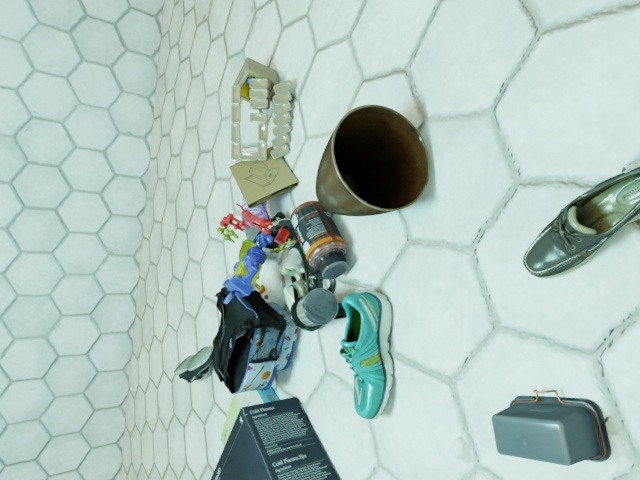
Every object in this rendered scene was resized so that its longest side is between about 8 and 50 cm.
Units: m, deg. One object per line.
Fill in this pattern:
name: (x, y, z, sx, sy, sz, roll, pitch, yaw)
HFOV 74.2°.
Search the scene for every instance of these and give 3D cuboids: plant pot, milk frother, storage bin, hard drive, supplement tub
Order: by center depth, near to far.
storage bin: (0.321, 0.271, 0.612, 0.135, 0.091, 0.098, -21, 70, 50)
plant pot: (0.079, -0.139, 0.914, 0.230, 0.215, 0.216, 152, 117, -66)
milk frother: (-0.004, 0.134, 1.026, 0.135, 0.129, 0.143, 138, 121, -67)
supplement tub: (0.000, 0.000, 1.065, 0.106, 0.106, 0.198, -55, 46, 35)
hard drive: (-0.220, -0.059, 1.440, 0.135, 0.022, 0.094, -52, 48, 38)

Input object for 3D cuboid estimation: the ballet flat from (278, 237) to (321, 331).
ballet flat: (-0.055, 0.104, 1.137, 0.095, 0.096, 0.281, -38, 57, 46)

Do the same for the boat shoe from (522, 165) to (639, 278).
boat shoe: (0.368, -0.025, 0.591, 0.223, 0.073, 0.080, -49, 49, 39)

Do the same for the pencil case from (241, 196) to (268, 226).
pencil case: (-0.199, -0.139, 1.333, 0.088, 0.086, 0.206, -21, 49, 23)

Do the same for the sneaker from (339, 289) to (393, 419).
sneaker: (0.086, 0.246, 0.920, 0.107, 0.109, 0.276, -11, 79, 53)

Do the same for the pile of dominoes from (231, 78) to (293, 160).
pile of dominoes: (-0.181, -0.373, 1.326, 0.195, 0.040, 0.251, 3, 97, 10)

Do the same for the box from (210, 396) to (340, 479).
box: (-0.125, 0.658, 1.108, 0.312, 0.178, 0.343, 49, 125, 43)

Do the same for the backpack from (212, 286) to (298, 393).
backpack: (-0.203, 0.297, 1.227, 0.276, 0.213, 0.264, 31, 103, 57)

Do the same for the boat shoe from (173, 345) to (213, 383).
boat shoe: (-0.485, 0.504, 1.694, 0.302, 0.091, 0.114, -30, 19, 50)

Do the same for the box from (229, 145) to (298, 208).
box: (-0.179, -0.200, 1.306, 0.201, 0.164, 0.021, 59, 173, 39)

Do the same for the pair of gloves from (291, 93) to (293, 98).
pair of gloves: (-0.111, -0.426, 1.339, 0.074, 0.010, 0.083, 32, 115, 49)

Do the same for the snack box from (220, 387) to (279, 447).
snack box: (-0.232, 0.585, 1.360, 0.187, 0.060, 0.322, 40, 118, 48)

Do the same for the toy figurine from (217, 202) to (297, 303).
toy figurine: (-0.232, 0.069, 1.165, 0.362, 0.191, 0.217, -22, 39, 64)

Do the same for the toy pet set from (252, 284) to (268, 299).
toy pet set: (-0.242, 0.181, 1.410, 0.122, 0.065, 0.114, -55, 46, 34)

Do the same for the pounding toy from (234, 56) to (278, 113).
pounding toy: (-0.211, -0.493, 1.397, 0.141, 0.130, 0.100, -46, 40, 41)

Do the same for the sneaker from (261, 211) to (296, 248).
sneaker: (-0.128, -0.045, 1.243, 0.234, 0.084, 0.097, 150, 129, -62)
